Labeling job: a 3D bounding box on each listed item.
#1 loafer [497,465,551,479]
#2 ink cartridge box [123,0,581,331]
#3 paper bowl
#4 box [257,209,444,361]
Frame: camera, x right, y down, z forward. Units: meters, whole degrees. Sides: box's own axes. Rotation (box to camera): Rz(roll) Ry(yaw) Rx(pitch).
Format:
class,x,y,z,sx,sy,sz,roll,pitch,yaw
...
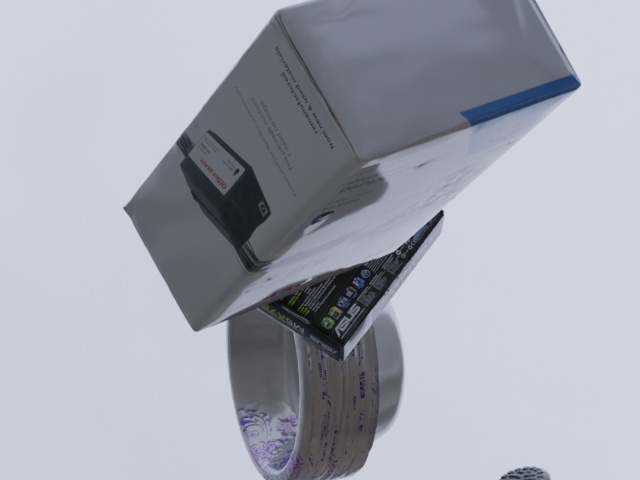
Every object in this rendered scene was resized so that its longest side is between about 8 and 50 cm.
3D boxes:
class,x,y,z,sx,sy,sz,roll,pitch,yaw
loafer,0.192,0.358,1.939,0.094,0.251,0.087,-1,-52,49
ink cartridge box,0.016,-0.071,1.372,0.129,0.223,0.307,61,-35,11
paper bowl,-0.001,0.137,2.070,0.148,0.284,0.284,-6,-24,-20
box,0.000,0.000,1.808,0.184,0.191,0.045,30,-25,16
